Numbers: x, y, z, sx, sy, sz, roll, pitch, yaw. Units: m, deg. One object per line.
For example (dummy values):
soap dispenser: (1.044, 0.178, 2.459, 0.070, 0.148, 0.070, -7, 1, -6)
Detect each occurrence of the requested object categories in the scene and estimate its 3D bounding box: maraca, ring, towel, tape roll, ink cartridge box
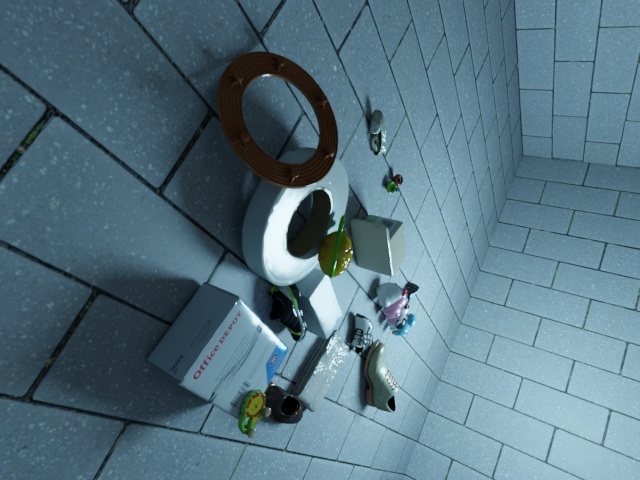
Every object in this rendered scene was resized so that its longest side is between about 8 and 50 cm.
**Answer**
maraca: (0.047, 0.019, 1.285, 0.127, 0.099, 0.185, 164, -62, -86)
ring: (-0.082, -0.286, 1.036, 0.337, 0.032, 0.336, 11, 72, -36)
towel: (0.011, 0.477, 1.627, 0.282, 0.049, 0.187, -57, 143, -25)
tape roll: (-0.056, -0.062, 1.216, 0.392, 0.072, 0.392, -42, 146, -36)
ink cartridge box: (-0.236, 0.282, 1.096, 0.223, 0.129, 0.307, -57, 145, -23)

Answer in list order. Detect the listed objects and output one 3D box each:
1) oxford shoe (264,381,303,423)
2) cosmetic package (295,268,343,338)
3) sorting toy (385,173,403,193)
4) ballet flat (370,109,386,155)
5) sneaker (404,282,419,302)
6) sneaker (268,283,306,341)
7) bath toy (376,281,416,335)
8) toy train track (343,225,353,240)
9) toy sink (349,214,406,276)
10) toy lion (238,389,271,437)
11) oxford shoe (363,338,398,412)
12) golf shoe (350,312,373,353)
oxford shoe: (-0.107, 0.545, 1.429, 0.096, 0.098, 0.271, -60, 145, -22)
cosmetic package: (-0.009, 0.206, 1.452, 0.117, 0.086, 0.231, -54, 143, -30)
sorting toy: (0.288, -0.222, 1.771, 0.102, 0.042, 0.061, -39, 119, -26)
ballet flat: (0.200, -0.373, 1.556, 0.052, 0.057, 0.168, -40, 135, -28)
sneaker: (0.427, 0.272, 2.178, 0.162, 0.063, 0.073, -43, 154, -33)
sneaker: (-0.110, 0.218, 1.334, 0.097, 0.084, 0.234, -23, 124, -23)
bath toy: (0.344, 0.291, 1.982, 0.348, 0.129, 0.151, 61, 19, -49)
toy train track: (0.102, -0.023, 1.589, 0.048, 0.014, 0.083, -63, 146, -17)
toy sink: (0.218, -0.007, 1.645, 0.131, 0.153, 0.234, -48, 138, -36)
toy lion: (-0.172, 0.430, 1.116, 0.100, 0.034, 0.096, -50, 135, -30)
oxford shoe: (0.291, 0.618, 2.017, 0.140, 0.147, 0.396, -40, 133, -41)
golf shoe: (0.165, 0.382, 1.795, 0.094, 0.077, 0.198, -46, 137, -37)
